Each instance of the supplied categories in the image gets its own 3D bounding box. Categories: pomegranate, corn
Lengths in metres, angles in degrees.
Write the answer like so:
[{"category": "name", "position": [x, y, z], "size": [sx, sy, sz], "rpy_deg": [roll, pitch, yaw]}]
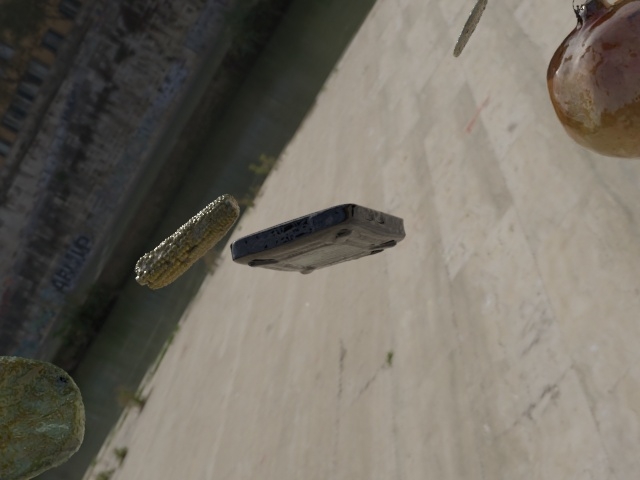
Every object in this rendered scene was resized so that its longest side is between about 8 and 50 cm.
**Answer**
[{"category": "pomegranate", "position": [0.567, -0.315, 1.560], "size": [0.338, 0.338, 0.338], "rpy_deg": [-55, 14, 22]}, {"category": "corn", "position": [-0.288, 0.009, 1.857], "size": [0.288, 0.086, 0.086], "rpy_deg": [-39, 19, 14]}]

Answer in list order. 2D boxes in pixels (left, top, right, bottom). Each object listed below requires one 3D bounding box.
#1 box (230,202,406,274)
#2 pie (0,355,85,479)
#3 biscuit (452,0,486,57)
[{"category": "box", "position": [0.000, 0.000, 1.744], "size": [0.290, 0.289, 0.073], "rpy_deg": [-18, 76, 26]}, {"category": "pie", "position": [-0.373, 0.214, 1.023], "size": [0.187, 0.187, 0.041], "rpy_deg": [-80, 9, -54]}, {"category": "biscuit", "position": [0.305, -0.439, 1.734], "size": [0.152, 0.020, 0.152], "rpy_deg": [-61, -6, -11]}]
